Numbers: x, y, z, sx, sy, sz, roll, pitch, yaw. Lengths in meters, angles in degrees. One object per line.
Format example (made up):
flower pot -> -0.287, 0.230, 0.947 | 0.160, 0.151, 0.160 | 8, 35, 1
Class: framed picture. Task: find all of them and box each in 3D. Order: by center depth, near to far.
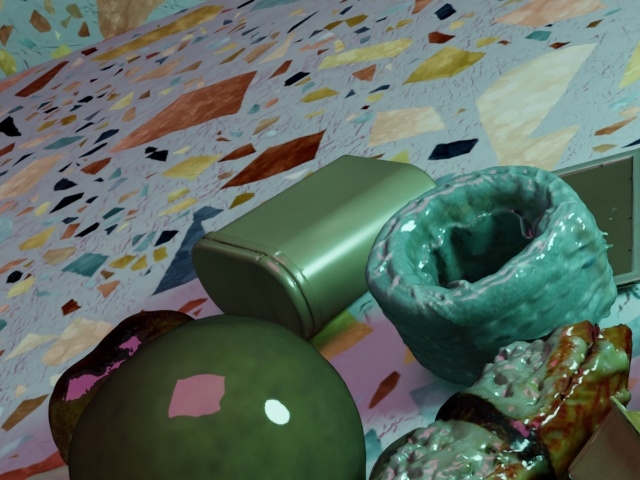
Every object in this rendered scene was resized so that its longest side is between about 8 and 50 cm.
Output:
framed picture -> 0.257, -0.004, 1.413 | 0.232, 0.019, 0.296 | -14, 26, 23

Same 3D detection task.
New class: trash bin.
trash bin -> 0.000, 0.000, 1.537 | 0.247, 0.121, 0.243 | -35, 25, -23

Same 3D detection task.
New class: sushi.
sushi -> 0.140, 0.185, 1.027 | 0.130, 0.124, 0.332 | 4, 37, 49

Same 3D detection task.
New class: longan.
longan -> -0.085, 0.192, 1.092 | 0.258, 0.258, 0.258 | -21, 25, 10

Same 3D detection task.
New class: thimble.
thimble -> 0.173, 0.036, 1.233 | 0.235, 0.143, 0.198 | -16, 40, 22

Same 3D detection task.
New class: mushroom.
mushroom -> -0.235, 0.177, 1.430 | 0.227, 0.148, 0.217 | -32, 6, -33

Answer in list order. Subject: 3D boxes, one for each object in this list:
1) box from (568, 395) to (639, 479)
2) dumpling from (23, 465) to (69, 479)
box -> 0.258, 0.188, 0.934 | 0.111, 0.111, 0.177 | -27, 25, -1
dumpling -> -0.253, 0.280, 1.279 | 0.169, 0.100, 0.134 | -33, -17, 20
